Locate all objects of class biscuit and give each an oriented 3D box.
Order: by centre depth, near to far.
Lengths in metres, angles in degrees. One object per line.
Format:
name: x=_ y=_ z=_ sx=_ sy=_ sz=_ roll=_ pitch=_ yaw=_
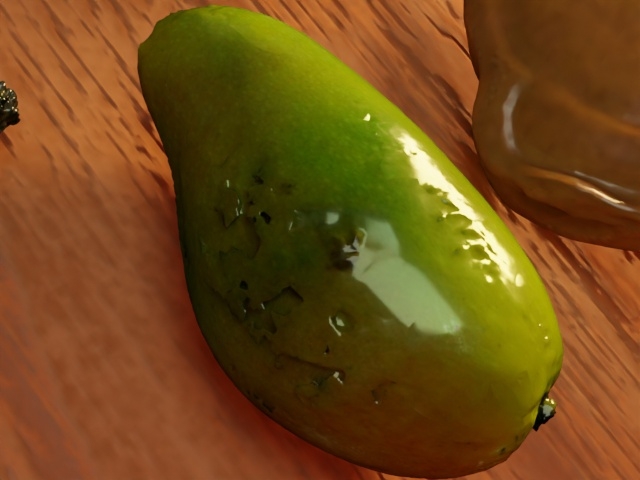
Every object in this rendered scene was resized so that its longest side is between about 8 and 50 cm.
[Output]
biscuit: x=0.248 y=-0.106 z=0.644 sx=0.351 sy=0.057 sz=0.312 roll=27 pitch=75 yaw=18

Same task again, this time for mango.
mango: x=0.000 y=0.000 z=0.554 sx=0.125 sy=0.111 sz=0.233 roll=-31 pitch=74 yaw=-35

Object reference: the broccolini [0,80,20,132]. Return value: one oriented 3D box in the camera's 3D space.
broccolini: x=-0.183 y=0.016 z=0.523 sx=0.058 sy=0.067 sz=0.216 roll=21 pitch=66 yaw=-3
